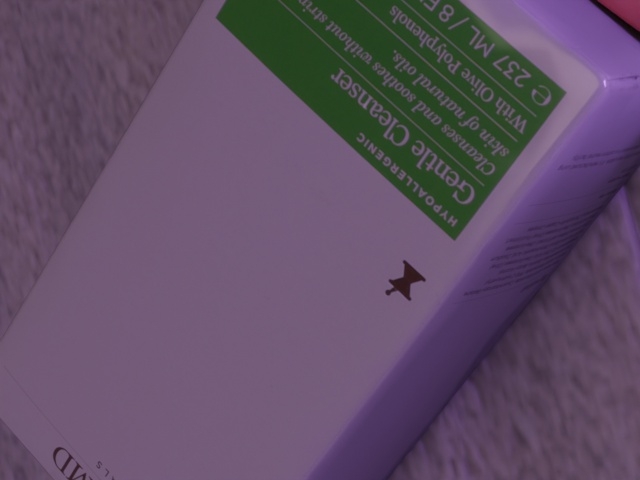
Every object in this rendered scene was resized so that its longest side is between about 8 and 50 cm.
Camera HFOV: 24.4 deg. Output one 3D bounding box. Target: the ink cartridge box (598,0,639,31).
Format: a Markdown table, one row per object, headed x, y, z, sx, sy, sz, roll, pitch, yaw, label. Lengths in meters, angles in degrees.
| x | y | z | sx | sy | sz | roll | pitch | yaw | label |
| --- | --- | --- | --- | --- | --- | --- | --- | --- | --- |
| 0.234 | -0.103 | 0.659 | 0.198 | 0.067 | 0.115 | 43 | 117 | 22 | ink cartridge box |

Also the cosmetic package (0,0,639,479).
| x | y | z | sx | sy | sz | roll | pitch | yaw | label |
| --- | --- | --- | --- | --- | --- | --- | --- | --- | --- |
| 0.000 | 0.000 | 0.771 | 0.197 | 0.155 | 0.365 | 43 | 115 | 19 | cosmetic package |
